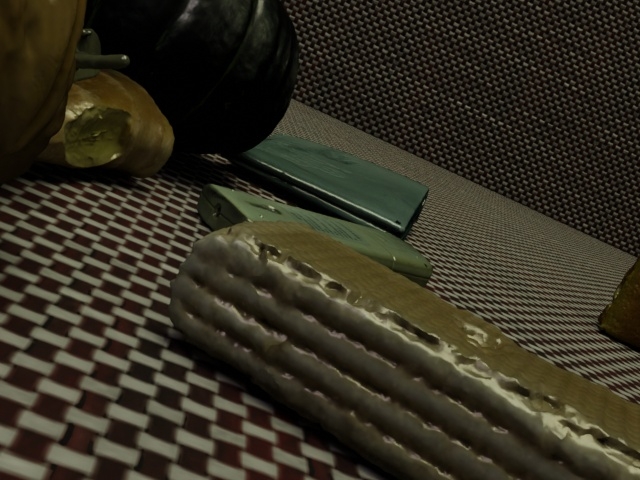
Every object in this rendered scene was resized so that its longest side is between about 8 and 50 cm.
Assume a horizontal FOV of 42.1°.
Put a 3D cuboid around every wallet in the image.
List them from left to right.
[{"bbox_3d":[0.015,-0.078,1.122,0.251,0.054,0.290,23,16,9],"label":"wallet"}]

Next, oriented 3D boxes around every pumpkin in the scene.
[{"bbox_3d":[-0.145,-0.235,0.896,0.296,0.295,0.296,24,12,-5],"label":"pumpkin"}]

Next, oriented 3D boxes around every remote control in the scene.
[{"bbox_3d":[0.000,0.000,0.779,0.234,0.038,0.098,15,15,-38],"label":"remote control"}]

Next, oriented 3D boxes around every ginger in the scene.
[{"bbox_3d":[-0.223,-0.101,0.665,0.131,0.086,0.294,46,22,14],"label":"ginger"}]

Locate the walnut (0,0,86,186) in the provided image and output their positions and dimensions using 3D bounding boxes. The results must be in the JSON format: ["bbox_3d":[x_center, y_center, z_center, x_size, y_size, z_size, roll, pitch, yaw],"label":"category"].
[{"bbox_3d":[-0.224,-0.111,0.401,0.228,0.228,0.228,24,12,-5],"label":"walnut"}]

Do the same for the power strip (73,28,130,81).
[{"bbox_3d":[-0.253,-0.127,0.566,0.268,0.034,0.092,5,17,13],"label":"power strip"}]

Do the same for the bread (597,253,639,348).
[{"bbox_3d":[0.467,0.067,1.124,0.132,0.172,0.103,25,9,2],"label":"bread"}]

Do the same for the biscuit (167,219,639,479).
[{"bbox_3d":[0.119,0.110,0.447,0.426,0.078,0.144,30,11,16],"label":"biscuit"}]
